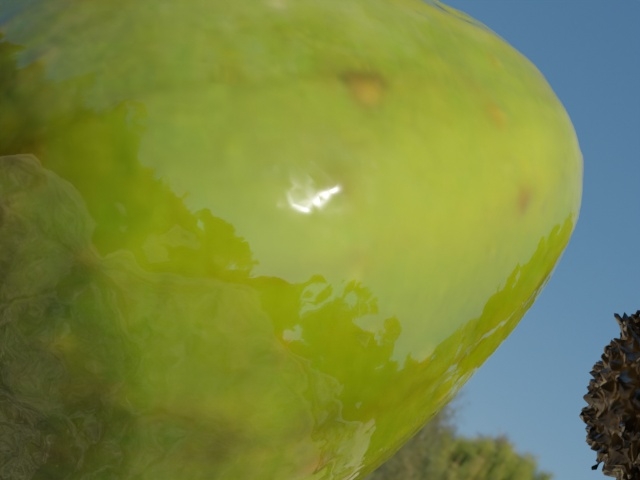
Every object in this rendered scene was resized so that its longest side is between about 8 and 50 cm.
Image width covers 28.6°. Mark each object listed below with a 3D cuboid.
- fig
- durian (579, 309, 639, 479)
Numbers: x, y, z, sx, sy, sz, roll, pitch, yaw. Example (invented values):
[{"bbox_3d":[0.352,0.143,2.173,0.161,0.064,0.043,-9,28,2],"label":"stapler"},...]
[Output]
[{"bbox_3d":[-0.037,-0.007,0.544,0.258,0.326,0.258,41,-40,47],"label":"fig"},{"bbox_3d":[0.243,0.088,0.745,0.196,0.196,0.167,35,23,9],"label":"durian"}]
